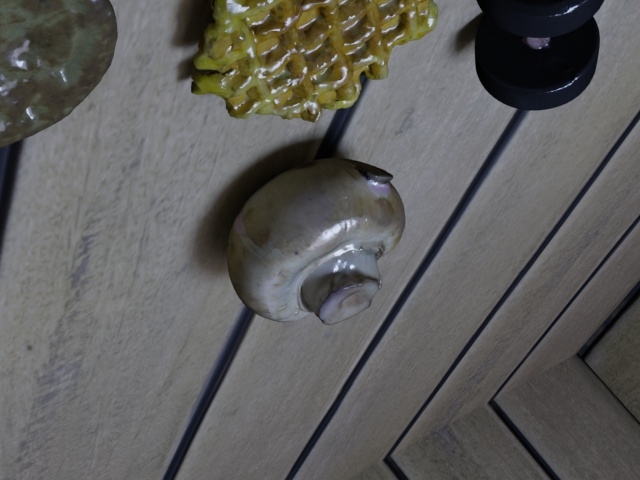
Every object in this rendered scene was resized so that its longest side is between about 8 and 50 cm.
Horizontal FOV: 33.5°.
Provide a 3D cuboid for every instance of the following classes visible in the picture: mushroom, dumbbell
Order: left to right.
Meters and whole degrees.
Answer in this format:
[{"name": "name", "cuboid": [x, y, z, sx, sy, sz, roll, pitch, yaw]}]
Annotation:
[{"name": "mushroom", "cuboid": [0.000, 0.000, 1.322, 0.255, 0.184, 0.255, -19, 153, -10]}, {"name": "dumbbell", "cuboid": [0.255, -0.268, 1.243, 0.152, 0.152, 0.218, -36, 156, -7]}]

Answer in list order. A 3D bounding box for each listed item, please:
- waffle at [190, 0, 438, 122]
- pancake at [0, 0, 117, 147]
[{"name": "waffle", "cuboid": [0.016, -0.239, 1.052, 0.325, 0.068, 0.302, -12, 145, -49]}, {"name": "pancake", "cuboid": [-0.272, -0.146, 0.831, 0.236, 0.042, 0.222, -14, 151, -39]}]
